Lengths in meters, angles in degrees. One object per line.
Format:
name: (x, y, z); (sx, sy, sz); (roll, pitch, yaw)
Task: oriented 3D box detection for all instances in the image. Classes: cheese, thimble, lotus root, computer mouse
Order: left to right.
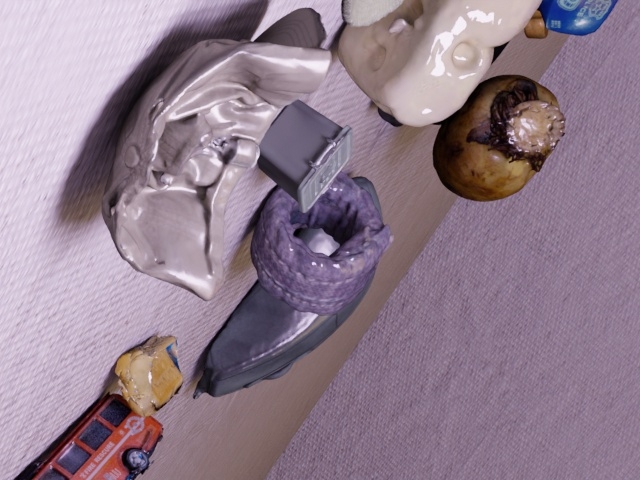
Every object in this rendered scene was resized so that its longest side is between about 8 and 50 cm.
computer mouse: (-0.027, 0.084, 2.244); (0.371, 0.122, 0.188); (-50, 171, -5)
thimble: (-0.002, 0.001, 1.896); (0.150, 0.150, 0.098); (-47, 169, -39)
cheese: (0.125, -0.238, 1.607); (0.093, 0.159, 0.263); (26, 107, -39)
lotus root: (0.227, -0.133, 2.257); (0.169, 0.141, 0.314); (-49, -177, -14)

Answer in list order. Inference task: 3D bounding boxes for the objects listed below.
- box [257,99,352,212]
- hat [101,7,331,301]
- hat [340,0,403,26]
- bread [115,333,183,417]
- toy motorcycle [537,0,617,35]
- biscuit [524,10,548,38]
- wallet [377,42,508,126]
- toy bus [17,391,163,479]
box: (-0.017, -0.088, 1.699); (0.084, 0.069, 0.122); (-51, 172, -10)
hat: (-0.094, -0.089, 1.273); (0.214, 0.149, 0.245); (-63, -154, 18)
hat: (0.044, -0.269, 1.034); (0.257, 0.130, 0.257); (-53, 172, -11)
bread: (-0.178, 0.142, 1.779); (0.106, 0.053, 0.072); (-35, 118, -72)
toy motorcycle: (0.248, -0.312, 1.815); (0.125, 0.196, 0.331); (-56, 170, 27)
biscuit: (0.301, -0.387, 2.232); (0.212, 0.041, 0.239); (86, 21, -44)
wallet: (0.181, -0.247, 2.218); (0.228, 0.062, 0.406); (-55, 173, 10)
toy bus: (-0.247, 0.251, 1.715); (0.235, 0.096, 0.073); (-46, 170, -48)
